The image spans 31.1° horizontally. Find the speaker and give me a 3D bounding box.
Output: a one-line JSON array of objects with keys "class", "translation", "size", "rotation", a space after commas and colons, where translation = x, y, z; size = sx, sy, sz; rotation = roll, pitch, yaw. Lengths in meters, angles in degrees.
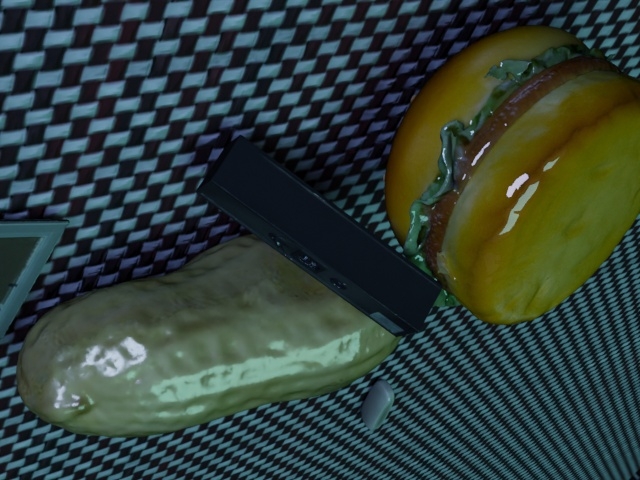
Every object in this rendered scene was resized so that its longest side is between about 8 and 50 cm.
[{"class": "speaker", "translation": [0.000, 0.000, 0.849], "size": [0.046, 0.191, 0.040], "rotation": [-59, -166, -21]}]

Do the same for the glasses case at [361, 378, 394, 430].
[{"class": "glasses case", "translation": [0.069, 0.199, 1.394], "size": [0.021, 0.032, 0.083], "rotation": [-14, 145, -28]}]

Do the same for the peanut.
[{"class": "peanut", "translation": [-0.081, 0.072, 0.912], "size": [0.319, 0.147, 0.147], "rotation": [-14, 147, -17]}]

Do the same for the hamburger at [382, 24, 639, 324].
[{"class": "hamburger", "translation": [0.148, -0.060, 0.920], "size": [0.246, 0.170, 0.246], "rotation": [-30, 144, -24]}]

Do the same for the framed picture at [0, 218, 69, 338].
[{"class": "framed picture", "translation": [-0.322, 0.059, 0.752], "size": [0.273, 0.016, 0.216], "rotation": [-1, 136, -48]}]
